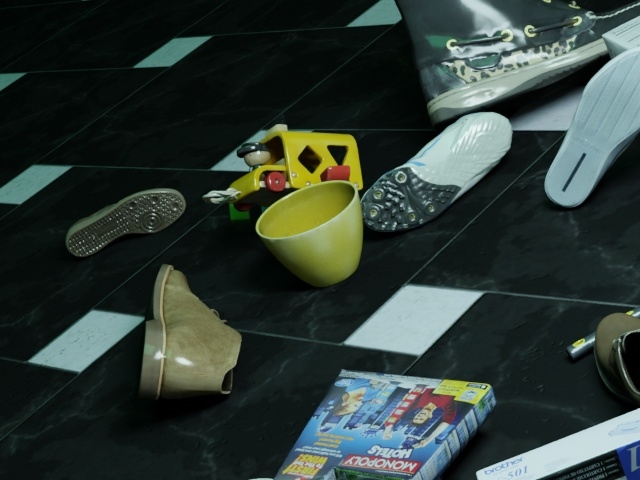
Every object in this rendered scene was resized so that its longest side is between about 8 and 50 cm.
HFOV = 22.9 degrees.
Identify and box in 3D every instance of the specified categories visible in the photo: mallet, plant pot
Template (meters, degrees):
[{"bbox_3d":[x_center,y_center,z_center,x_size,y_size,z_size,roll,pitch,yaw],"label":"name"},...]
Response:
[{"bbox_3d":[0.332,0.064,1.612,0.190,0.039,0.062,-26,25,3],"label":"mallet"},{"bbox_3d":[0.000,0.000,1.958,0.134,0.095,0.134,-20,25,10],"label":"plant pot"}]

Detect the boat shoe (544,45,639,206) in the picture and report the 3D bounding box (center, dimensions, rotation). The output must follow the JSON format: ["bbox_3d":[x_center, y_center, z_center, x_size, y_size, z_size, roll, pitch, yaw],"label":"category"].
[{"bbox_3d":[0.334,-0.143,1.855,0.226,0.083,0.076,-56,-4,32],"label":"boat shoe"}]

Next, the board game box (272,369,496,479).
[{"bbox_3d":[0.047,0.211,1.529,0.194,0.060,0.194,2,36,43],"label":"board game box"}]

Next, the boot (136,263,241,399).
[{"bbox_3d":[-0.158,0.116,1.901,0.115,0.112,0.305,6,19,-8],"label":"boot"}]

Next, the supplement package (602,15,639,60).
[{"bbox_3d":[0.461,-0.191,1.886,0.134,0.139,0.244,-27,25,-5],"label":"supplement package"}]

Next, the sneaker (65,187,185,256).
[{"bbox_3d":[-0.289,-0.039,2.329,0.188,0.066,0.071,-21,23,5],"label":"sneaker"}]

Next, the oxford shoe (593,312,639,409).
[{"bbox_3d":[0.305,0.109,1.467,0.083,0.096,0.227,-26,23,-1],"label":"oxford shoe"}]

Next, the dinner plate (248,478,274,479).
[{"bbox_3d":[-0.089,0.277,1.569,0.141,0.017,0.141,-18,24,8],"label":"dinner plate"}]

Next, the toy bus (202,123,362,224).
[{"bbox_3d":[-0.047,-0.098,2.085,0.191,0.104,0.202,-10,-14,10],"label":"toy bus"}]

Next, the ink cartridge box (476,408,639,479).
[{"bbox_3d":[0.244,0.204,1.322,0.207,0.097,0.046,-22,24,3],"label":"ink cartridge box"}]

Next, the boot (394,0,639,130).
[{"bbox_3d":[0.268,-0.336,2.148,0.377,0.284,0.138,-24,-8,-8],"label":"boot"}]

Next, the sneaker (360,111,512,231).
[{"bbox_3d":[0.146,-0.083,2.033,0.237,0.085,0.086,-35,1,-18],"label":"sneaker"}]
